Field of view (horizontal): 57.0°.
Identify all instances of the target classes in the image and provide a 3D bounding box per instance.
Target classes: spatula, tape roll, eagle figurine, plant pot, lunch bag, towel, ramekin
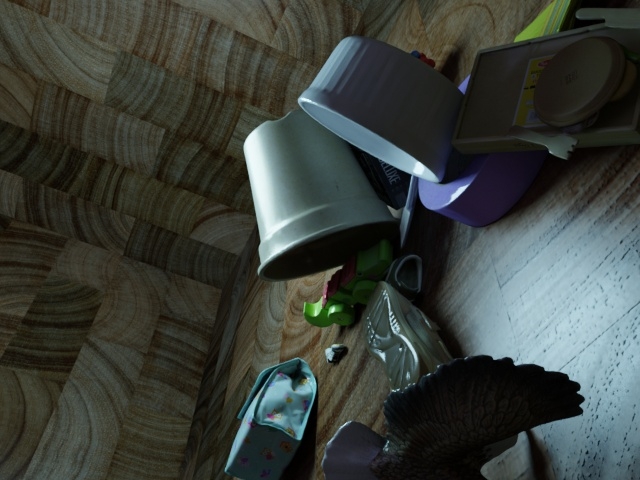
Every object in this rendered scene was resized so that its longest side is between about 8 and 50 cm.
[{"bbox_3d":[0.194,-0.114,1.190,0.168,0.019,0.241,-39,-38,-68],"label":"spatula"},{"bbox_3d":[0.278,-0.166,1.017,0.275,0.090,0.274,-159,90,-77],"label":"tape roll"},{"bbox_3d":[0.160,0.255,0.671,0.225,0.226,0.298,-52,4,-17],"label":"eagle figurine"},{"bbox_3d":[-0.022,-0.110,1.322,0.334,0.334,0.305,-44,61,59],"label":"plant pot"},{"bbox_3d":[-0.117,0.443,1.482,0.262,0.160,0.223,-71,6,-59],"label":"lunch bag"},{"bbox_3d":[0.372,-0.348,0.998,0.237,0.021,0.102,149,146,-84],"label":"towel"},{"bbox_3d":[0.113,-0.222,0.993,0.135,0.277,0.277,-61,15,3],"label":"ramekin"}]

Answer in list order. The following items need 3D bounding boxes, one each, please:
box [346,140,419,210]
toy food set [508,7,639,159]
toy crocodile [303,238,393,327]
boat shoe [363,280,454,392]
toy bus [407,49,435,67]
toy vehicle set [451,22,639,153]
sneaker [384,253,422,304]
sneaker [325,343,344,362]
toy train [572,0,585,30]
[{"bbox_3d":[0.114,-0.213,1.399,0.077,0.242,0.307,-30,15,-3],"label":"box"},{"bbox_3d":[0.329,-0.195,0.742,0.192,0.039,0.132,-61,32,10],"label":"toy food set"},{"bbox_3d":[0.066,0.105,1.376,0.340,0.105,0.115,130,156,-51],"label":"toy crocodile"},{"bbox_3d":[0.150,0.168,0.994,0.302,0.098,0.109,-116,44,-66],"label":"boat shoe"},{"bbox_3d":[0.208,-0.359,1.423,0.211,0.220,0.149,-41,-24,-3],"label":"toy bus"},{"bbox_3d":[0.318,-0.206,0.813,0.267,0.035,0.165,6,73,49],"label":"toy vehicle set"},{"bbox_3d":[0.151,0.109,1.138,0.086,0.064,0.192,133,158,-67],"label":"sneaker"},{"bbox_3d":[0.037,0.272,1.415,0.083,0.032,0.036,126,146,-59],"label":"sneaker"},{"bbox_3d":[0.411,-0.381,0.961,0.036,0.027,0.158,147,142,-84],"label":"toy train"}]
